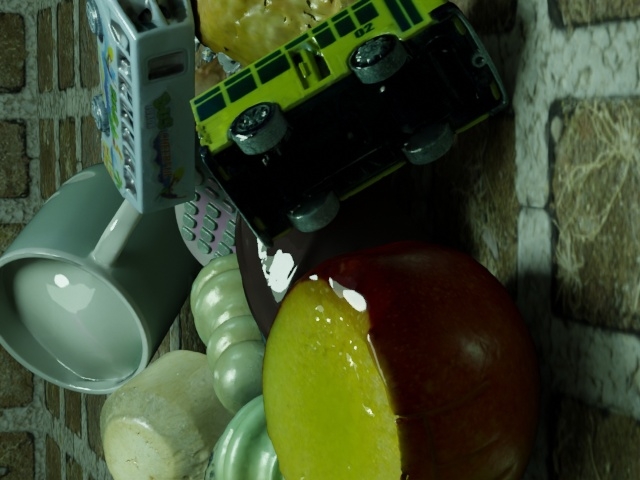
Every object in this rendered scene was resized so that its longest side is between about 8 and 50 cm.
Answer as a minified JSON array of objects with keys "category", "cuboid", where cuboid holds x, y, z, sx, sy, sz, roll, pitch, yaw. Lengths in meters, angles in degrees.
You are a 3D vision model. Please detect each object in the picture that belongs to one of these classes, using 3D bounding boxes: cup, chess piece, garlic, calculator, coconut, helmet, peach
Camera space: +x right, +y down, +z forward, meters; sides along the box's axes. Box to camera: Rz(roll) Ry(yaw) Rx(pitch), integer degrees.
[{"category":"cup","cuboid":[-0.296,0.009,2.255,0.356,0.259,0.274,-55,5,41]},{"category":"chess piece","cuboid":[0.027,0.263,1.656,0.298,0.176,0.175,13,105,56]},{"category":"chess piece","cuboid":[-0.088,0.128,1.875,0.243,0.133,0.133,-102,19,-61]},{"category":"garlic","cuboid":[-0.182,-0.167,2.228,0.115,0.128,0.206,59,146,12]},{"category":"calculator","cuboid":[-0.100,-0.064,1.960,0.185,0.041,0.298,37,135,17]},{"category":"coconut","cuboid":[-0.188,0.257,2.149,0.202,0.222,0.202,14,119,27]},{"category":"helmet","cuboid":[0.000,0.000,1.575,0.225,0.177,0.305,91,163,-52]},{"category":"peach","cuboid":[0.072,0.115,1.344,0.249,0.245,0.274,22,138,22]}]

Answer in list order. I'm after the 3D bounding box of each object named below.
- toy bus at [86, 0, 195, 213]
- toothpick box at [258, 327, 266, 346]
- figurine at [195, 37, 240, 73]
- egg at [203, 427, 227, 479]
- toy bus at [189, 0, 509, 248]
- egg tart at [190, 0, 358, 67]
[{"category":"toy bus","cuboid":[-0.203,-0.182,1.828,0.329,0.109,0.136,95,154,-50]},{"category":"toothpick box","cuboid":[-0.018,0.075,1.763,0.184,0.120,0.120,-119,33,-55]},{"category":"figurine","cuboid":[-0.130,-0.268,2.089,0.086,0.082,0.094,-55,43,25]},{"category":"egg","cuboid":[-0.065,0.277,1.881,0.141,0.141,0.181,41,115,63]},{"category":"toy bus","cuboid":[0.023,-0.127,1.426,0.128,0.262,0.150,56,-173,-33]},{"category":"egg tart","cuboid":[-0.050,-0.340,1.725,0.443,0.178,0.443,179,90,-72]}]
